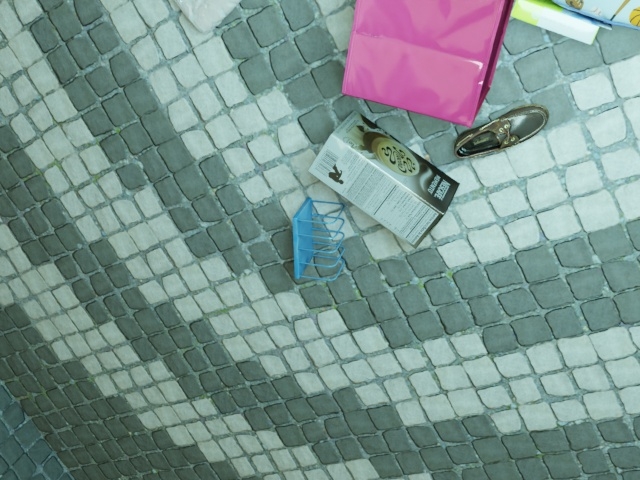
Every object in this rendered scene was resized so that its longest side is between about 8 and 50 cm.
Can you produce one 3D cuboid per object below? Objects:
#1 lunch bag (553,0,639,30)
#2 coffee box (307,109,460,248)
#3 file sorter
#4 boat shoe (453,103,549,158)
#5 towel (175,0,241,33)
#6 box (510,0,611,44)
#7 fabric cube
[{"bbox_3d":[0.554,-0.494,1.261,0.303,0.115,0.243,25,133,25],"label":"lunch bag"},{"bbox_3d":[0.145,-0.139,1.644,0.297,0.168,0.119,35,125,1],"label":"coffee box"},{"bbox_3d":[0.000,0.000,1.815,0.104,0.118,0.170,8,120,16],"label":"file sorter"},{"bbox_3d":[0.379,-0.222,1.556,0.207,0.073,0.073,-23,106,30],"label":"boat shoe"},{"bbox_3d":[-0.248,-0.667,1.589,0.331,0.053,0.317,-33,101,35],"label":"towel"},{"bbox_3d":[0.454,-0.419,1.390,0.178,0.109,0.042,24,120,10],"label":"box"},{"bbox_3d":[0.215,-0.400,1.418,0.258,0.254,0.259,17,122,12],"label":"fabric cube"}]
